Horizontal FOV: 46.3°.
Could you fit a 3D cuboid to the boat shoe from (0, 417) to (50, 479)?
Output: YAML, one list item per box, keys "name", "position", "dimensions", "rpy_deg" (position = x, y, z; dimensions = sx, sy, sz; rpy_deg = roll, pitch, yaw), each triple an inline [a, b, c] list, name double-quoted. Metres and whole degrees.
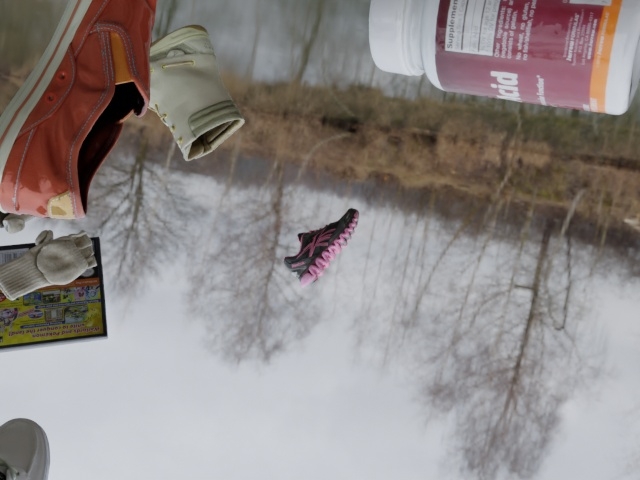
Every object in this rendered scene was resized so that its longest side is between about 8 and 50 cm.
- name: "boat shoe"
  position: [-0.324, 0.254, 0.743]
  dimensions: [0.083, 0.076, 0.226]
  rpy_deg: [12, -146, -9]

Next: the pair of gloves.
- name: "pair of gloves"
  position: [-0.564, -0.016, 1.475]
  dimensions: [0.204, 0.240, 0.042]
  rpy_deg: [-20, 169, -39]

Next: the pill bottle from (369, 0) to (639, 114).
- name: "pill bottle"
  position: [0.287, -0.328, 1.143]
  dimensions: [0.392, 0.224, 0.224]
  rpy_deg: [14, -175, 24]

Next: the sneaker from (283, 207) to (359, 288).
- name: "sneaker"
  position: [0.000, 0.000, 0.929]
  dimensions: [0.057, 0.119, 0.047]
  rpy_deg: [37, 168, 14]

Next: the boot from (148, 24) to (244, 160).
- name: "boot"
  position: [-0.224, -0.182, 1.048]
  dimensions: [0.213, 0.165, 0.077]
  rpy_deg: [-27, 169, 10]

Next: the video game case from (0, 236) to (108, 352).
- name: "video game case"
  position: [-0.645, 0.124, 1.740]
  dimensions: [0.274, 0.248, 0.035]
  rpy_deg: [-6, 161, -13]

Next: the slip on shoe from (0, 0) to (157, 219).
- name: "slip on shoe"
  position: [-0.205, -0.163, 0.721]
  dimensions: [0.101, 0.331, 0.123]
  rpy_deg: [22, 159, -2]
